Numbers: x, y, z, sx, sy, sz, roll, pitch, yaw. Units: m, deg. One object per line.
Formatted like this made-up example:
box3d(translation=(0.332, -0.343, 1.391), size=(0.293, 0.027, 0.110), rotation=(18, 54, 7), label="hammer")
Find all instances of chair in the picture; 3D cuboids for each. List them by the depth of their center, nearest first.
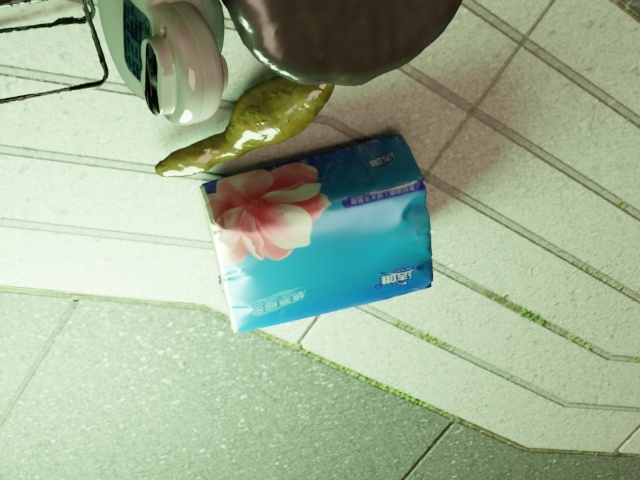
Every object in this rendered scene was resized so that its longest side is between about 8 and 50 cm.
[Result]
box3d(translation=(-0.302, -0.270, 1.461), size=(0.145, 0.140, 0.221), rotation=(-10, 132, -9), label="chair")

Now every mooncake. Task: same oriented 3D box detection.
box3d(translation=(0.019, -0.306, 1.533), size=(0.283, 0.141, 0.283), rotation=(-11, 126, -15), label="mooncake")

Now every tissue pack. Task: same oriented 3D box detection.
box3d(translation=(0.000, 0.000, 1.817), size=(0.269, 0.137, 0.209), rotation=(-13, 136, -7), label="tissue pack")

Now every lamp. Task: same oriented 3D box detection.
box3d(translation=(-0.150, -0.218, 1.485), size=(0.108, 0.246, 0.179), rotation=(-16, 136, -18), label="lamp")

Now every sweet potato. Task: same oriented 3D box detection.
box3d(translation=(-0.076, -0.139, 1.708), size=(0.269, 0.075, 0.075), rotation=(-28, 135, 20), label="sweet potato")
